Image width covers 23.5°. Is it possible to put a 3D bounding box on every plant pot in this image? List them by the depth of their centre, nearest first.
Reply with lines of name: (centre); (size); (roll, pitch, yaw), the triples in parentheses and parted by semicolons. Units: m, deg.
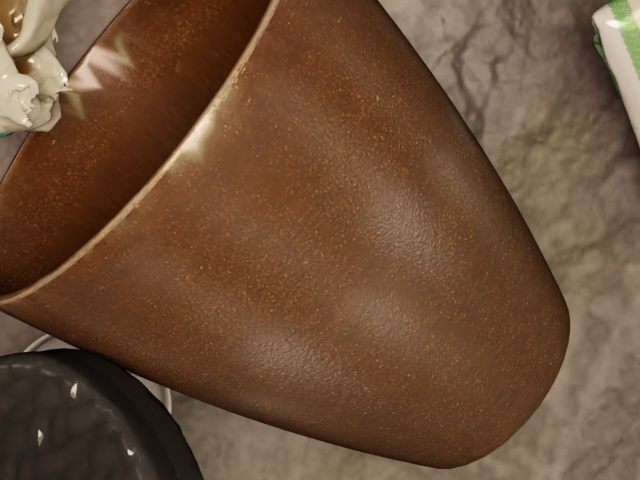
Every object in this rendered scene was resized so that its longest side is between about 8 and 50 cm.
plant pot: (0.000, 0.000, 0.703); (0.230, 0.215, 0.215); (37, 88, -23)

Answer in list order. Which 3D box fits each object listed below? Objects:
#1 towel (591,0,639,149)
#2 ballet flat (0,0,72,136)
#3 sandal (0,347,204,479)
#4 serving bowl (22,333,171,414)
towel: (0.318, -0.073, 0.740); (0.325, 0.038, 0.248); (-21, 114, 13)
ballet flat: (-0.139, -0.235, 0.674); (0.147, 0.147, 0.409); (6, 101, -10)
sandal: (-0.203, 0.227, 0.687); (0.446, 0.107, 0.167); (-42, 72, 17)
serving bowl: (-0.116, 0.081, 0.764); (0.083, 0.027, 0.083); (-1, 94, -9)
